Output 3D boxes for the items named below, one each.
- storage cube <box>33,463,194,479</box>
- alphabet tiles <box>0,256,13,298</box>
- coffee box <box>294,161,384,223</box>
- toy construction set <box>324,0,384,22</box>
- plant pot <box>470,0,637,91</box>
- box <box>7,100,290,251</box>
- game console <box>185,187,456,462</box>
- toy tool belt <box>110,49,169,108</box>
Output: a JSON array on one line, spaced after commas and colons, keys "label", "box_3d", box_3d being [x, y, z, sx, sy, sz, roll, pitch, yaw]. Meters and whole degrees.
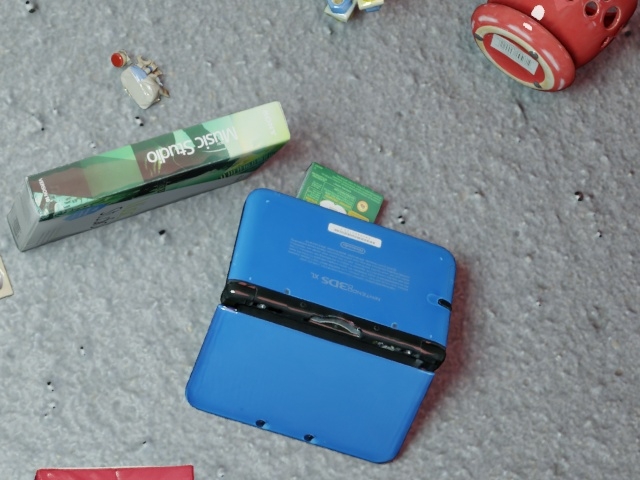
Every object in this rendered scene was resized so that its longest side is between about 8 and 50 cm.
[{"label": "storage cube", "box_3d": [-0.245, 0.376, 1.765, 0.183, 0.215, 0.193, 0, 69, -15]}, {"label": "alphabet tiles", "box_3d": [-0.568, 0.039, 1.869, 0.342, 0.011, 0.285, -18, 81, -19]}, {"label": "coffee box", "box_3d": [0.000, 0.000, 2.019, 0.113, 0.040, 0.184, 25, 70, -10]}, {"label": "toy construction set", "box_3d": [0.024, -0.463, 2.092, 0.215, 0.151, 0.328, 12, 63, 14]}, {"label": "plant pot", "box_3d": [0.316, -0.314, 2.119, 0.191, 0.191, 0.174, 38, 78, -3]}, {"label": "box", "box_3d": [-0.216, -0.076, 1.879, 0.322, 0.232, 0.058, -20, 86, -19]}, {"label": "game console", "box_3d": [0.002, 0.110, 1.962, 0.293, 0.173, 0.250, 19, 54, -11]}, {"label": "toy tool belt", "box_3d": [-0.237, -0.217, 2.015, 0.083, 0.052, 0.051, 55, 38, 0]}]
